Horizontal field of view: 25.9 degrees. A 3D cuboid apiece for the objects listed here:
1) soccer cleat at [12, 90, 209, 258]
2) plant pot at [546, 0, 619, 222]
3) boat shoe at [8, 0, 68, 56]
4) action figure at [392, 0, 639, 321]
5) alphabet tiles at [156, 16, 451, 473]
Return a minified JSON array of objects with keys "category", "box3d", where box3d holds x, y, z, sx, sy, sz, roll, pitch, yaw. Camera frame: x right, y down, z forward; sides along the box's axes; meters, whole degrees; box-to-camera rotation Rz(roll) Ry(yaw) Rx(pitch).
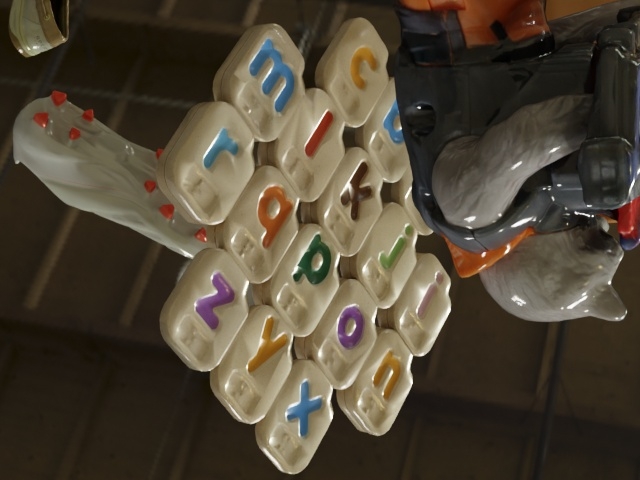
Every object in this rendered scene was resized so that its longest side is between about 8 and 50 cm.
[{"category":"soccer cleat","box3d":[-0.152,-0.041,1.081,0.196,0.076,0.068,34,-132,1]},{"category":"plant pot","box3d":[0.236,-0.128,1.359,0.291,0.291,0.203,-1,-94,5]},{"category":"boat shoe","box3d":[-0.213,-0.208,1.099,0.045,0.050,0.135,-7,-110,17]},{"category":"action figure","box3d":[0.102,-0.113,0.771,0.179,0.341,0.330,-14,-88,20]},{"category":"alphabet tiles","box3d":[0.000,0.000,0.930,0.021,0.284,0.278,2,-129,40]}]
